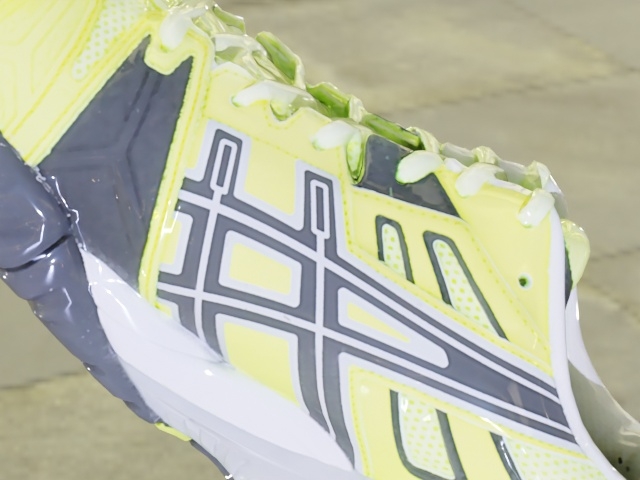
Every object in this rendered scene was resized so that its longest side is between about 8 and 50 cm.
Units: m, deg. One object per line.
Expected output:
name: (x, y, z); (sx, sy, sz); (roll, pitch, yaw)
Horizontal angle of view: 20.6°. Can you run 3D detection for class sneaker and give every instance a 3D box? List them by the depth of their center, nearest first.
sneaker: (0.000, 0.000, 0.582); (0.147, 0.385, 0.145); (-39, 8, 14)
